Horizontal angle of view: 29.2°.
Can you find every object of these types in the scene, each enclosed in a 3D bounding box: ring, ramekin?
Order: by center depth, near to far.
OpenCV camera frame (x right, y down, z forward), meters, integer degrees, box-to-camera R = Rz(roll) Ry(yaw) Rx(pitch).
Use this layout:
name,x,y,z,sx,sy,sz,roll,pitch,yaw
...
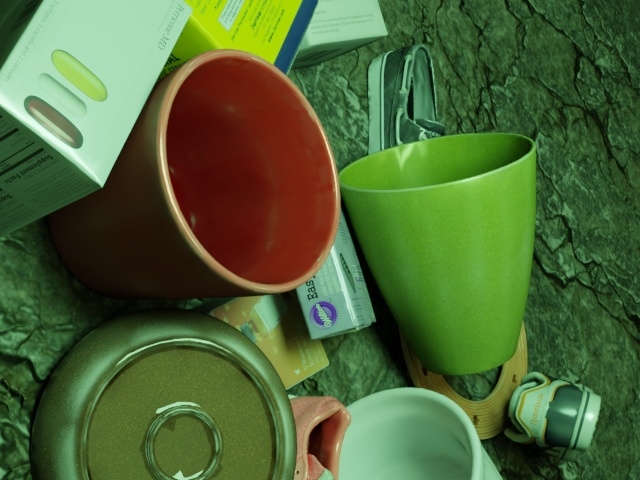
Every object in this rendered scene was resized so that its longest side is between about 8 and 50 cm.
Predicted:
name,x,y,z,sx,sy,sz,roll,pitch,yaw
ramekin,0.099,0.333,1.526,0.135,0.277,0.277,50,45,-38
ring,0.218,0.142,1.911,0.336,0.032,0.337,19,65,-46

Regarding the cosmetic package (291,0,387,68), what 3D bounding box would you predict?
name,x,y,z,sx,sy,sz,roll,pitch,yaw
cosmetic package,-0.062,-0.424,1.668,0.197,0.155,0.366,-17,91,-51

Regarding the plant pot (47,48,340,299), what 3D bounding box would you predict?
name,x,y,z,sx,sy,sz,roll,pitch,yaw
plant pot,-0.154,-0.049,1.367,0.275,0.243,0.275,20,63,-45

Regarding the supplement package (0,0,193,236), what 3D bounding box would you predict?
name,x,y,z,sx,sy,sz,roll,pitch,yaw
supplement package,-0.285,-0.164,1.276,0.145,0.204,0.262,41,50,-28

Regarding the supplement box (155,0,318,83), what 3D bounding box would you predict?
name,x,y,z,sx,sy,sz,roll,pitch,yaw
supplement box,-0.203,-0.313,1.435,0.356,0.194,0.195,45,47,-30

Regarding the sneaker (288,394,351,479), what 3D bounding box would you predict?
name,x,y,z,sx,sy,sz,roll,pitch,yaw
sneaker,-0.053,0.305,1.454,0.116,0.136,0.314,45,48,-29

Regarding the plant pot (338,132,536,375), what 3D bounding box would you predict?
name,x,y,z,sx,sy,sz,roll,pitch,yaw
plant pot,0.182,0.027,1.713,0.274,0.274,0.294,-32,116,-49

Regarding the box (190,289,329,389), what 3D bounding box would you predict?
name,x,y,z,sx,sy,sz,roll,pitch,yaw
box,-0.089,0.128,1.505,0.170,0.091,0.130,-25,98,-51

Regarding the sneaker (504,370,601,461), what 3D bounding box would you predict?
name,x,y,z,sx,sy,sz,roll,pitch,yaw
sneaker,0.360,0.272,1.934,0.321,0.127,0.126,63,42,-75

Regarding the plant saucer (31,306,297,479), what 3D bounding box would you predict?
name,x,y,z,sx,sy,sz,roll,pitch,yaw
plant saucer,-0.156,0.225,1.342,0.310,0.050,0.311,5,80,-27

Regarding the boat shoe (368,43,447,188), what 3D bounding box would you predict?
name,x,y,z,sx,sy,sz,roll,pitch,yaw
boat shoe,0.142,-0.151,1.858,0.108,0.102,0.301,16,66,-46

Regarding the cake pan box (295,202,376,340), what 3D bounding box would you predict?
name,x,y,z,sx,sy,sz,roll,pitch,yaw
cake pan box,0.000,0.000,1.572,0.267,0.070,0.246,5,69,-83
